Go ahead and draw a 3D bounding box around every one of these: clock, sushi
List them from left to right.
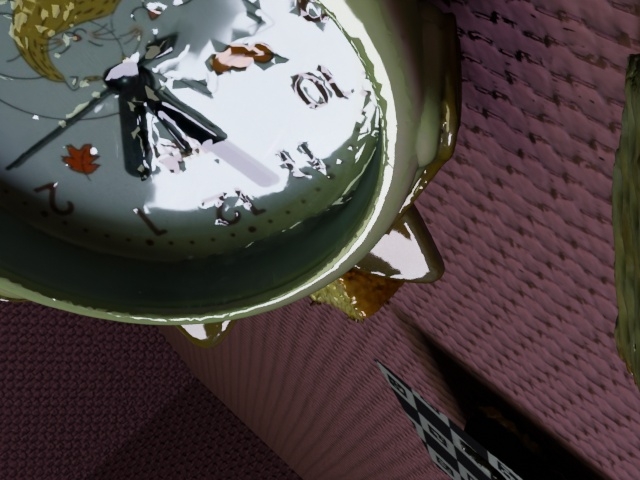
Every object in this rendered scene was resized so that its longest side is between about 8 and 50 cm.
[{"bbox_3d":[-0.084,-0.085,0.560,0.348,0.286,0.117,53,-150,-37],"label":"clock"},{"bbox_3d":[0.174,0.202,1.041,0.279,0.043,0.192,37,164,41],"label":"sushi"}]

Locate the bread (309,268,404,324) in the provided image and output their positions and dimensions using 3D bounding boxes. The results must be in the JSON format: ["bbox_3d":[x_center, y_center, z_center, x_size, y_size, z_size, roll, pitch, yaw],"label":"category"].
[{"bbox_3d":[0.000,0.000,0.969,0.103,0.065,0.187,50,166,-15],"label":"bread"}]

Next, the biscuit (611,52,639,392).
[{"bbox_3d":[0.119,0.006,0.429,0.203,0.016,0.144,-76,-19,-75],"label":"biscuit"}]
